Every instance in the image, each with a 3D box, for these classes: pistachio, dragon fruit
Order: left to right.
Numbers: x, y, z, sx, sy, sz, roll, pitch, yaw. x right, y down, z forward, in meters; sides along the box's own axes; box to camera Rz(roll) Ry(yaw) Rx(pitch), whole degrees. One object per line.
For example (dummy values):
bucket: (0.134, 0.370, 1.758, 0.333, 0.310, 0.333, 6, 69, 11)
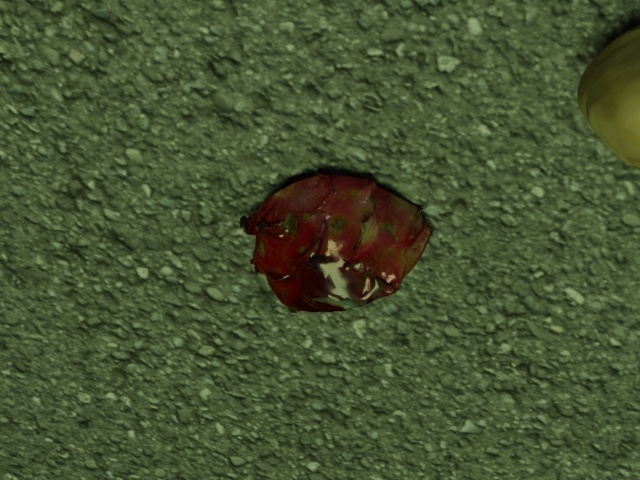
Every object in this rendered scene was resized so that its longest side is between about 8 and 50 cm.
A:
dragon fruit: (-0.004, 0.004, 2.225, 0.274, 0.126, 0.161, -12, 129, 24)
pistachio: (0.444, -0.171, 1.911, 0.299, 0.187, 0.187, -10, 129, 16)
